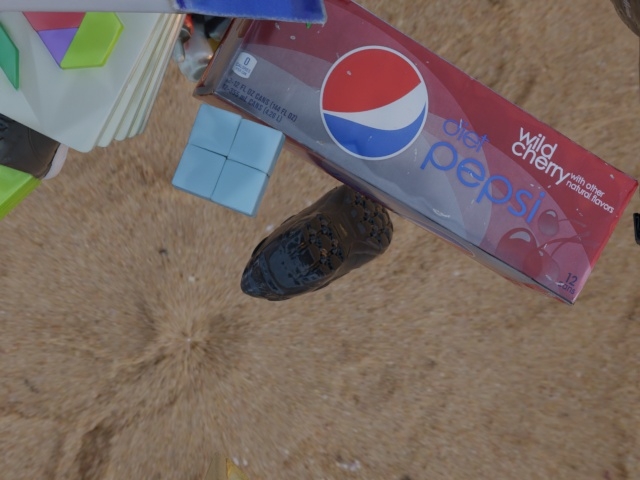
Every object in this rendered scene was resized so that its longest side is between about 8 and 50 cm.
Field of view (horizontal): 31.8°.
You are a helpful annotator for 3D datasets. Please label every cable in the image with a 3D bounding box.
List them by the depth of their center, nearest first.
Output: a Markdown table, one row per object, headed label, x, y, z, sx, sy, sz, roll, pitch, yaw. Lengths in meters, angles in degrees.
| label | x | y | z | sx | sy | sz | roll | pitch | yaw |
| --- | --- | --- | --- | --- | --- | --- | --- | --- | --- |
| cable | -0.147 | -0.251 | 1.026 | 0.072 | 0.139 | 0.287 | -39 | 58 | 14 |

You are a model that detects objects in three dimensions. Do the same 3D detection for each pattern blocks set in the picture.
| label | x | y | z | sx | sy | sz | roll | pitch | yaw |
| --- | --- | --- | --- | --- | --- | --- | --- | --- | --- |
| pattern blocks set | -0.156 | -0.143 | 0.581 | 0.324 | 0.026 | 0.286 | 11 | 86 | 6 |

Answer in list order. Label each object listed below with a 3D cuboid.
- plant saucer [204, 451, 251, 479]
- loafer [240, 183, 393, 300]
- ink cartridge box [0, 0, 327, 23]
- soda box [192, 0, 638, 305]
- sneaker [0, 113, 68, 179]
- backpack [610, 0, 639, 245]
| label | x | y | z | sx | sy | sz | roll | pitch | yaw |
| --- | --- | --- | --- | --- | --- | --- | --- | --- | --- |
| plant saucer | 0.029 | 0.277 | 0.628 | 0.081 | 0.333 | 0.333 | -43 | 90 | -6 |
| loafer | 0.000 | 0.000 | 0.999 | 0.078 | 0.223 | 0.076 | -24 | 93 | 28 |
| ink cartridge box | -0.161 | -0.141 | 0.302 | 0.332 | 0.065 | 0.165 | -3 | 61 | -18 |
| soda box | 0.059 | -0.063 | 0.695 | 0.263 | 0.083 | 0.092 | 30 | 87 | -16 |
| sneaker | -0.335 | -0.116 | 1.143 | 0.147 | 0.296 | 0.105 | -30 | 79 | -27 |
| backpack | 0.333 | -0.109 | 0.797 | 0.213 | 0.263 | 0.277 | -11 | 102 | 3 |
